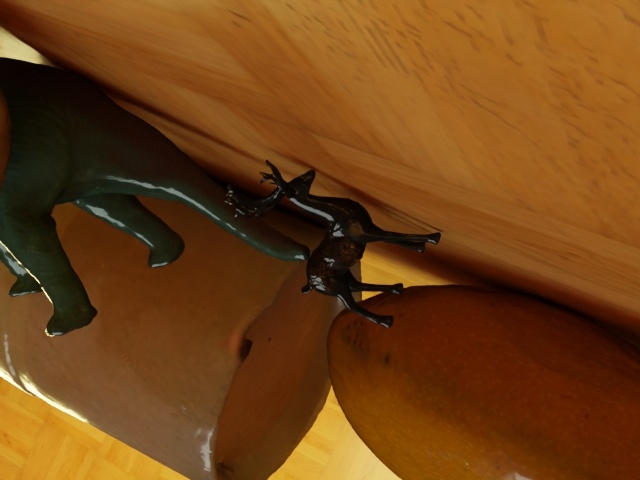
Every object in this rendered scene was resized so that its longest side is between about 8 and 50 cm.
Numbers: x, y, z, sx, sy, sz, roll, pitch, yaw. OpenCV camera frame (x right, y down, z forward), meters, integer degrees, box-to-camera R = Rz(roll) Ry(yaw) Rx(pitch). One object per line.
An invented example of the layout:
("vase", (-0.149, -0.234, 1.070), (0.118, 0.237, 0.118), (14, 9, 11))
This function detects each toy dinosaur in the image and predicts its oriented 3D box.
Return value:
("toy dinosaur", (-0.228, -0.106, 0.571), (0.384, 0.330, 0.129), (-12, -164, 18))

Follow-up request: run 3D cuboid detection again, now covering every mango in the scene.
("mango", (0.137, 0.119, 0.593), (0.359, 0.144, 0.187), (16, 154, 49))

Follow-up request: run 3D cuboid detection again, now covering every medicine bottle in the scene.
("medicine bottle", (-0.192, 0.033, 0.809), (0.406, 0.235, 0.236), (23, 174, 21))

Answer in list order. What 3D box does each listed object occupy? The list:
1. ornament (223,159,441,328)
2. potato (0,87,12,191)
("ornament", (0.000, 0.000, 0.527), (0.125, 0.073, 0.028), (21, -154, -14))
("potato", (-0.255, -0.107, 0.466), (0.138, 0.098, 0.243), (-32, 115, 33))
